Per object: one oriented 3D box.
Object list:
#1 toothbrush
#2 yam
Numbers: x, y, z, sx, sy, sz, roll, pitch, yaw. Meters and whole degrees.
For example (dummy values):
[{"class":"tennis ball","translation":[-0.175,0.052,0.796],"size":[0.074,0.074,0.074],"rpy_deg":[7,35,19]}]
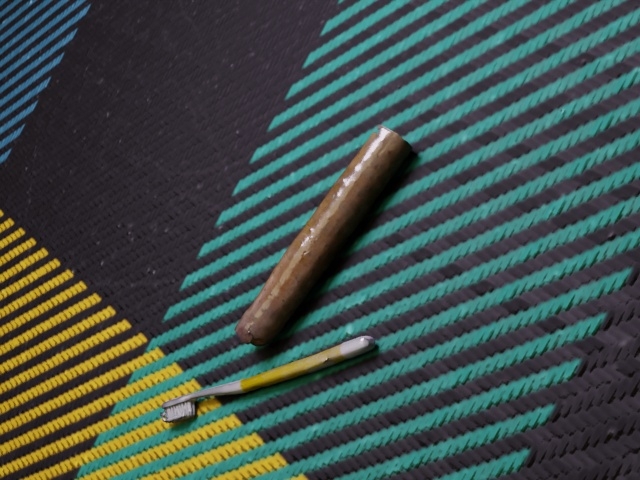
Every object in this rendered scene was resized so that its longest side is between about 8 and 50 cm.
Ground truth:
[{"class":"toothbrush","translation":[-0.060,0.143,1.102],"size":[0.288,0.021,0.024],"rpy_deg":[-23,66,36]},{"class":"yam","translation":[0.000,0.000,1.099],"size":[0.264,0.046,0.046],"rpy_deg":[-55,42,9]}]
